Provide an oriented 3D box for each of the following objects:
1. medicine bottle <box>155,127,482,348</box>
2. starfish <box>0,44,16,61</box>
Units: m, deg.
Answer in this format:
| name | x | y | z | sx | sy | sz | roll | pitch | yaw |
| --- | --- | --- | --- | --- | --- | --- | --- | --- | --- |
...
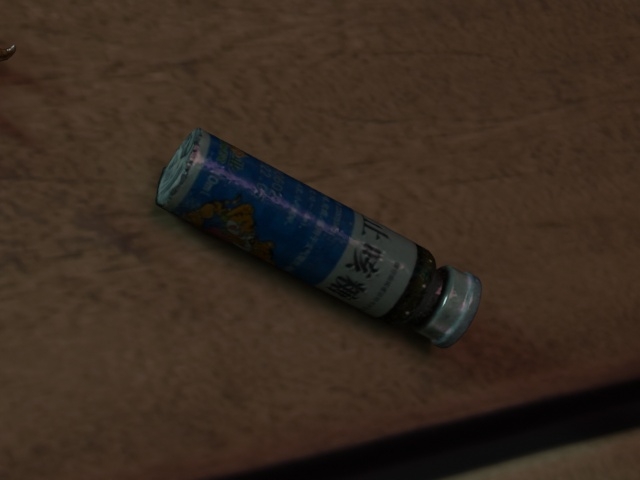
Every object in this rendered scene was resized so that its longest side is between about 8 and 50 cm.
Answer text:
| name | x | y | z | sx | sy | sz | roll | pitch | yaw |
| --- | --- | --- | --- | --- | --- | --- | --- | --- | --- |
| medicine bottle | 0.000 | 0.000 | 1.109 | 0.191 | 0.051 | 0.051 | 26 | 46 | -18 |
| starfish | -0.202 | -0.098 | 1.046 | 0.091 | 0.028 | 0.078 | -12 | 72 | -45 |
